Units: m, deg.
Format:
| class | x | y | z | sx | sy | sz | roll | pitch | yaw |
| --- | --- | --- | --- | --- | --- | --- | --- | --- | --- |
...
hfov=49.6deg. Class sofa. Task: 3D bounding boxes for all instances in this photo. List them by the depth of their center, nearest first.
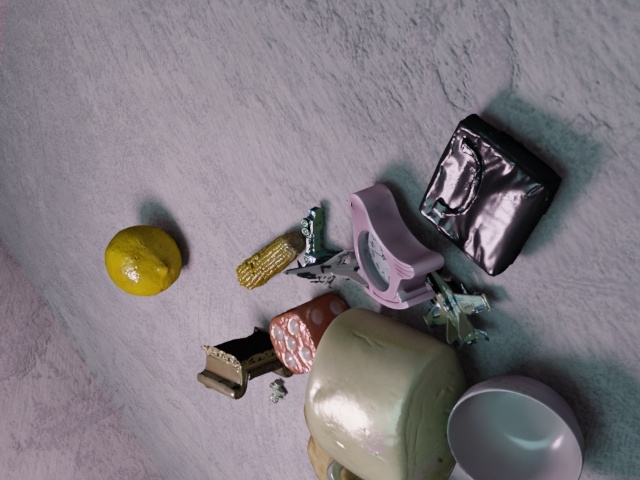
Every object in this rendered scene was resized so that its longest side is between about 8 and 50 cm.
| class | x | y | z | sx | sy | sz | roll | pitch | yaw |
| --- | --- | --- | --- | --- | --- | --- | --- | --- | --- |
| sofa | -0.223 | 0.399 | 2.141 | 0.200 | 0.258 | 0.182 | 12 | 108 | 41 |

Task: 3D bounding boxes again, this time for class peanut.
| class | x | y | z | sx | sy | sz | roll | pitch | yaw |
| --- | --- | --- | --- | --- | --- | --- | --- | --- | --- |
| peanut | 0.047 | 0.591 | 2.039 | 0.192 | 0.169 | 0.387 | 11 | 117 | 48 |

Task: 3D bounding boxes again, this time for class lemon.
| class | x | y | z | sx | sy | sz | roll | pitch | yaw |
| --- | --- | --- | --- | --- | --- | --- | --- | --- | --- |
| lemon | -0.600 | 0.067 | 2.346 | 0.267 | 0.267 | 0.267 | 25 | 130 | 35 |

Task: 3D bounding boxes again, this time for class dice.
| class | x | y | z | sx | sy | sz | roll | pitch | yaw |
| --- | --- | --- | --- | --- | --- | --- | --- | --- | --- |
| dice | -0.016 | 0.253 | 1.875 | 0.175 | 0.174 | 0.179 | -30 | 84 | 45 |

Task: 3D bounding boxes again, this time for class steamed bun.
| class | x | y | z | sx | sy | sz | roll | pitch | yaw |
| --- | --- | --- | --- | --- | --- | --- | --- | --- | --- |
| steamed bun | 0.156 | 0.419 | 1.684 | 0.371 | 0.290 | 0.456 | 23 | 131 | 45 |

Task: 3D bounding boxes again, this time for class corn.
| class | x | y | z | sx | sy | sz | roll | pitch | yaw |
| --- | --- | --- | --- | --- | --- | --- | --- | --- | --- |
| corn | -0.150 | 0.062 | 1.983 | 0.320 | 0.097 | 0.097 | -35 | 86 | 49 |

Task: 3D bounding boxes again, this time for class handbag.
| class | x | y | z | sx | sy | sz | roll | pitch | yaw |
| --- | --- | --- | --- | --- | --- | --- | --- | --- | --- |
| handbag | 0.330 | -0.090 | 1.381 | 0.244 | 0.088 | 0.275 | 43 | 141 | 24 |

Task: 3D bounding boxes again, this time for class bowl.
| class | x | y | z | sx | sy | sz | roll | pitch | yaw |
| --- | --- | --- | --- | --- | --- | --- | --- | --- | --- |
| bowl | 0.431 | 0.410 | 1.502 | 0.286 | 0.144 | 0.287 | 12 | 116 | 26 |

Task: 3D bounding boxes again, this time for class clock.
| class | x | y | z | sx | sy | sz | roll | pitch | yaw |
| --- | --- | --- | --- | --- | --- | --- | --- | --- | --- |
| clock | 0.165 | 0.019 | 1.552 | 0.290 | 0.080 | 0.276 | 19 | 126 | 65 |

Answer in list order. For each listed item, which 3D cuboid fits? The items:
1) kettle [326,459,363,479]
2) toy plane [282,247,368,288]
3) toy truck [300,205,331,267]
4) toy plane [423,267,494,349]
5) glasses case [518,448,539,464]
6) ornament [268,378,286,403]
| class | x | y | z | sx | sy | sz | roll | pitch | yaw |
| --- | --- | --- | --- | --- | --- | --- | --- | --- | --- |
| kettle | 0.141 | 0.708 | 1.880 | 0.265 | 0.318 | 0.205 | 32 | 136 | 29 |
| toy plane | 0.010 | 0.068 | 1.744 | 0.082 | 0.234 | 0.160 | -101 | 29 | -41 |
| toy truck | 0.000 | 0.000 | 1.809 | 0.081 | 0.067 | 0.175 | 19 | 122 | 32 |
| toy plane | 0.287 | 0.119 | 1.564 | 0.192 | 0.088 | 0.262 | -28 | 82 | 45 |
| glasses case | 0.518 | 0.606 | 1.618 | 0.109 | 0.067 | 0.283 | -17 | 101 | 53 |
| ornament | -0.145 | 0.497 | 2.283 | 0.068 | 0.041 | 0.092 | 6 | 108 | 39 |
